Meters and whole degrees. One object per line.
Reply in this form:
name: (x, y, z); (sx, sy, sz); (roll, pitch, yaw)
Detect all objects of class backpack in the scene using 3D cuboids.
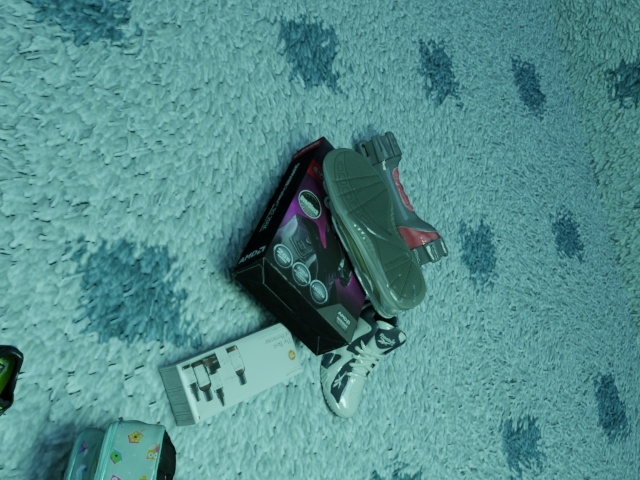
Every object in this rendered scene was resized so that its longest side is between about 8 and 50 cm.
backpack: (-0.261, 0.317, 0.915); (0.144, 0.188, 0.166); (15, 64, -12)

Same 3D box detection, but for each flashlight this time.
flashlight: (0.184, -0.090, 1.547); (0.304, 0.103, 0.103); (70, 18, 0)

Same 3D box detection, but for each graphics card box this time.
graphics card box: (0.000, 0.000, 1.305); (0.233, 0.094, 0.371); (48, 41, -22)

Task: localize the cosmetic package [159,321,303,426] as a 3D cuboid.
cosmetic package: (-0.140, 0.215, 1.157); (0.239, 0.060, 0.099); (-18, 90, -46)

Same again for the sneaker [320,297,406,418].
sneaker: (0.089, 0.211, 1.311); (0.094, 0.153, 0.235); (32, 56, -30)

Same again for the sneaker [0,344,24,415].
sneaker: (-0.432, 0.210, 0.866); (0.067, 0.078, 0.188); (40, 53, -27)

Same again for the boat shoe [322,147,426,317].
boat shoe: (0.080, -0.014, 1.266); (0.118, 0.103, 0.321); (-21, 80, -34)
